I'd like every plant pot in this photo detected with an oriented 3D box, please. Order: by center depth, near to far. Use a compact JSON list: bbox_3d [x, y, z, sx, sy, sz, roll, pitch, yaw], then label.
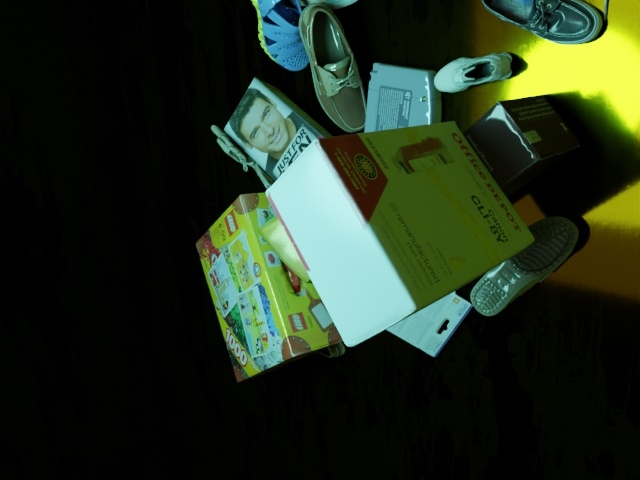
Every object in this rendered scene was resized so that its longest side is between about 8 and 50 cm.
[{"bbox_3d":[0.000,0.000,1.391,0.212,0.212,0.187,-36,71,18],"label":"plant pot"}]

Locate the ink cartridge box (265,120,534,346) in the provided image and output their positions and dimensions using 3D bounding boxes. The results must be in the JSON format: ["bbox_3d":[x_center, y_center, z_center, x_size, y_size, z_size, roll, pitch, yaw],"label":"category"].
[{"bbox_3d":[0.148,-0.036,0.869,0.160,0.384,0.279,-42,73,44],"label":"ink cartridge box"}]

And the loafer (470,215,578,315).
[{"bbox_3d":[0.431,0.051,1.107,0.102,0.092,0.268,51,119,18],"label":"loafer"}]

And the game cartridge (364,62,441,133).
[{"bbox_3d":[0.195,-0.269,1.264,0.196,0.060,0.294,28,124,42],"label":"game cartridge"}]

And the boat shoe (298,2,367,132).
[{"bbox_3d":[0.035,-0.411,1.269,0.324,0.123,0.116,63,-178,-21],"label":"boat shoe"}]

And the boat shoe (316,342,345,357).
[{"bbox_3d":[-0.007,0.329,1.691,0.183,0.066,0.066,13,113,44],"label":"boat shoe"}]

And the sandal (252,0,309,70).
[{"bbox_3d":[-0.093,-0.559,1.324,0.138,0.126,0.317,39,169,34],"label":"sandal"}]

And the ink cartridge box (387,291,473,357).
[{"bbox_3d":[0.250,0.172,1.352,0.224,0.045,0.223,30,128,9],"label":"ink cartridge box"}]

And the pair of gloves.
[{"bbox_3d":[-0.218,-0.250,1.590,0.042,0.240,0.204,-44,40,10],"label":"pair of gloves"}]

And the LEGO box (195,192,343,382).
[{"bbox_3d":[-0.182,0.153,1.665,0.372,0.193,0.500,-37,68,47],"label":"LEGO box"}]

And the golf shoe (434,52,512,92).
[{"bbox_3d":[0.304,-0.351,1.085,0.176,0.086,0.069,-4,105,45],"label":"golf shoe"}]

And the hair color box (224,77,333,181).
[{"bbox_3d":[-0.094,-0.278,1.484,0.374,0.113,0.185,45,111,26],"label":"hair color box"}]

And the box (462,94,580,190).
[{"bbox_3d":[0.312,-0.123,1.088,0.381,0.191,0.143,-41,74,46],"label":"box"}]

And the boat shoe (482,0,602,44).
[{"bbox_3d":[0.401,-0.425,0.966,0.228,0.076,0.080,42,131,29],"label":"boat shoe"}]

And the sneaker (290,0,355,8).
[{"bbox_3d":[-0.001,-0.643,1.257,0.302,0.121,0.108,20,75,42],"label":"sneaker"}]

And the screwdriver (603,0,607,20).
[{"bbox_3d":[0.497,-0.469,0.894,0.025,0.024,0.170,-6,108,19],"label":"screwdriver"}]
